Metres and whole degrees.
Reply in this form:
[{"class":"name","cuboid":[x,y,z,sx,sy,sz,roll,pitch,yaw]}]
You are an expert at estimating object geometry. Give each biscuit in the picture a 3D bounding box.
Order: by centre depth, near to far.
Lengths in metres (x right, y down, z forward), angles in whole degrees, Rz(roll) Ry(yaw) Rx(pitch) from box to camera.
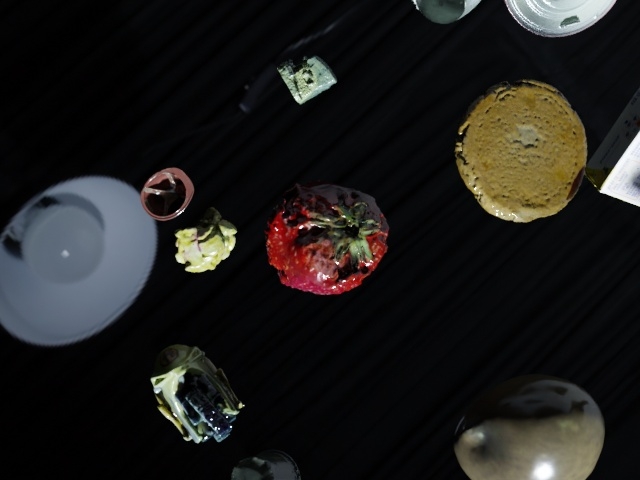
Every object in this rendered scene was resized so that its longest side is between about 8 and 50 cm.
[{"class":"biscuit","cuboid":[0.305,-0.138,1.281,0.226,0.226,0.042,48,168,-2]}]

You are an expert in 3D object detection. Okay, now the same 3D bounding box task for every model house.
[{"class":"model house","cuboid":[-0.024,-0.304,1.537,0.079,0.083,0.066,61,-169,5]}]

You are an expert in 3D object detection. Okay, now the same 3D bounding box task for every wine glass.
[{"class":"wine glass","cuboid":[0.274,-0.516,1.621,0.126,0.241,0.126,19,137,18]}]

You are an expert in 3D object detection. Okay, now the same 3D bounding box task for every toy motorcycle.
[{"class":"toy motorcycle","cuboid":[-0.292,0.366,1.963,0.237,0.168,0.410,54,165,9]}]

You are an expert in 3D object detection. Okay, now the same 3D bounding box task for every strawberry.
[{"class":"strawberry","cuboid":[0.000,0.000,1.862,0.274,0.274,0.220,48,150,-2]}]

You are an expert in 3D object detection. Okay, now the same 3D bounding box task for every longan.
[{"class":"longan","cuboid":[0.462,0.443,1.875,0.288,0.350,0.288,32,-141,-30]}]

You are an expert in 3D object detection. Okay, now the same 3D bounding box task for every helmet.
[{"class":"helmet","cuboid":[-0.282,-0.090,1.602,0.089,0.111,0.057,57,-165,3]}]

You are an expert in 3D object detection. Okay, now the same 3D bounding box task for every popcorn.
[{"class":"popcorn","cuboid":[-0.193,0.004,1.419,0.089,0.109,0.097,38,-164,16]}]

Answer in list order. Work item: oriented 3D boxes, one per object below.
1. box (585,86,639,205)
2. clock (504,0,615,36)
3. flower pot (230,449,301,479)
[{"class":"box","cuboid":[0.751,-0.217,1.921,0.168,0.265,0.097,15,-150,-19]},{"class":"clock","cuboid":[0.458,-0.501,1.573,0.244,0.244,0.056,54,-169,-27]},{"class":"flower pot","cuboid":[-0.139,0.571,1.978,0.157,0.157,0.107,41,-174,31]}]
